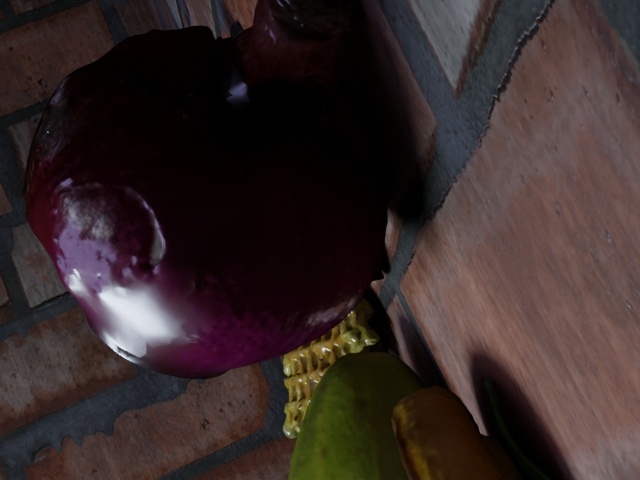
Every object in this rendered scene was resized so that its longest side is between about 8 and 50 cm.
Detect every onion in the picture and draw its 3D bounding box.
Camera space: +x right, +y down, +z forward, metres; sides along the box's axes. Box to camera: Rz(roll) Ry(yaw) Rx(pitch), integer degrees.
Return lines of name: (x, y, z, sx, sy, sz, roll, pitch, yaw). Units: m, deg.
onion: (-0.068, -0.092, 1.023, 0.420, 0.398, 0.398, -46, 59, 33)

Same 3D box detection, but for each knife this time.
knife: (0.199, 0.209, 0.987, 0.078, 0.023, 0.166, 65, 175, -34)

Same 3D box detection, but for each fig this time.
fig: (0.074, 0.309, 1.341, 0.258, 0.258, 0.326, 112, 147, -80)

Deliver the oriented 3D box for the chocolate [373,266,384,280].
chocolate: (0.000, 0.000, 1.337, 0.156, 0.156, 0.133, 144, 115, -83)

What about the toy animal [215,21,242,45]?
toy animal: (-0.186, -0.260, 1.717, 0.138, 0.179, 0.166, 38, 161, 45)

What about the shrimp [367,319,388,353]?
shrimp: (0.041, 0.137, 1.724, 0.289, 0.075, 0.178, -123, 20, -56)

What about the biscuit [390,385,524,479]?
biscuit: (0.158, 0.248, 1.021, 0.213, 0.091, 0.274, 55, -174, -27)

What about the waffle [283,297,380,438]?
waffle: (0.008, 0.178, 1.600, 0.301, 0.058, 0.281, 122, 152, -45)
